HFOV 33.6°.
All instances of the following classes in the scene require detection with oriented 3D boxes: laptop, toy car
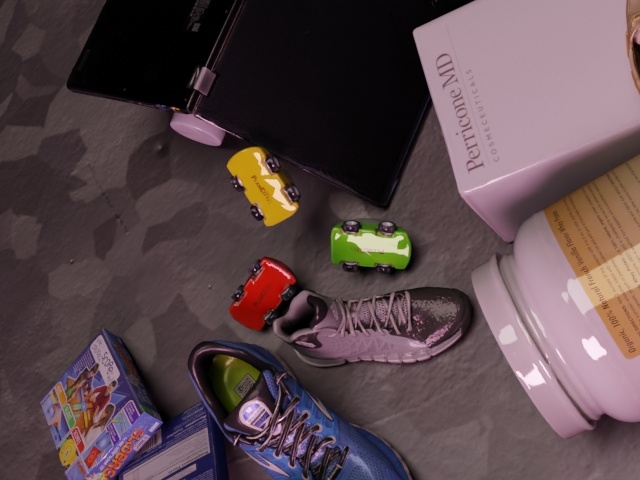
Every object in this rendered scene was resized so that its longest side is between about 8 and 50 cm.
[{"bbox_3d":[-0.058,-0.293,1.384,0.407,0.236,0.382,15,78,41],"label":"laptop"},{"bbox_3d":[0.000,0.000,1.285,0.224,0.053,0.239,4,112,9],"label":"toy car"}]

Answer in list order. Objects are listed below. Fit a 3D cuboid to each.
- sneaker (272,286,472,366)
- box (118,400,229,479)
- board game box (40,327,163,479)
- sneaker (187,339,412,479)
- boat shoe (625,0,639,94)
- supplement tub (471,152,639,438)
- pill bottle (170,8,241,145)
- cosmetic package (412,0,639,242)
[{"bbox_3d":[0.049,0.092,1.203,0.228,0.132,0.086,-16,65,23],"label":"sneaker"},{"bbox_3d":[-0.172,0.292,1.233,0.136,0.036,0.225,-30,28,7],"label":"box"},{"bbox_3d":[-0.284,0.218,1.353,0.136,0.035,0.201,-48,36,5],"label":"board game box"},{"bbox_3d":[-0.038,0.224,1.190,0.330,0.147,0.130,35,90,30],"label":"sneaker"},{"bbox_3d":[0.325,-0.193,1.015,0.063,0.059,0.170,-13,67,24],"label":"boat shoe"},{"bbox_3d":[0.328,0.034,1.017,0.316,0.228,0.228,-31,60,15],"label":"supplement tub"},{"bbox_3d":[-0.138,-0.228,1.444,0.103,0.103,0.184,14,79,32],"label":"pill bottle"},{"bbox_3d":[0.353,-0.199,1.135,0.453,0.161,0.230,-23,62,20],"label":"cosmetic package"}]
